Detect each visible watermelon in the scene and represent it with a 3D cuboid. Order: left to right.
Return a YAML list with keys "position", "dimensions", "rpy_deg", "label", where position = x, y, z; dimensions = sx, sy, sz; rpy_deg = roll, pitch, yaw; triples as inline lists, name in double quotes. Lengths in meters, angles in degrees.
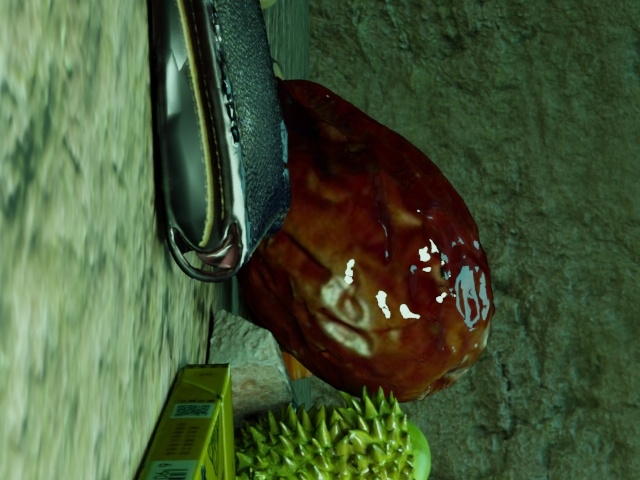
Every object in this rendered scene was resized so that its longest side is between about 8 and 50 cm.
- position: [-0.054, 0.134, 1.145]
  dimensions: [0.241, 0.094, 0.154]
  rpy_deg: [80, 3, -60]
  label: "watermelon"

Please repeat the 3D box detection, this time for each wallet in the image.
- position: [-0.073, -0.114, 0.898]
  dimensions: [0.221, 0.071, 0.262]
  rpy_deg: [-47, 133, -81]
  label: "wallet"

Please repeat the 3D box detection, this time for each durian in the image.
- position: [-0.001, 0.225, 1.023]
  dimensions: [0.237, 0.176, 0.200]
  rpy_deg: [85, -1, -54]
  label: "durian"

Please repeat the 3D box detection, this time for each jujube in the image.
- position: [0.024, -0.005, 1.098]
  dimensions: [0.290, 0.197, 0.197]
  rpy_deg: [54, -12, 22]
  label: "jujube"

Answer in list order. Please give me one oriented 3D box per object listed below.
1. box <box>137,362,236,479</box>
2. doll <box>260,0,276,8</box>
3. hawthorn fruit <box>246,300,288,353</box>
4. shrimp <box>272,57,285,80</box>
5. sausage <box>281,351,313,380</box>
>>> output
- position: [-0.079, 0.187, 0.787]
  dimensions: [0.279, 0.041, 0.153]
  rpy_deg: [-82, 170, -77]
  label: "box"
- position: [-0.065, -0.219, 1.323]
  dimensions: [0.061, 0.051, 0.093]
  rpy_deg: [-109, -161, -74]
  label: "doll"
- position: [-0.010, 0.035, 1.426]
  dimensions: [0.235, 0.181, 0.181]
  rpy_deg: [52, 33, -58]
  label: "hawthorn fruit"
- position: [-0.059, -0.100, 1.647]
  dimensions: [0.143, 0.052, 0.251]
  rpy_deg: [-71, 155, -53]
  label: "shrimp"
- position: [-0.033, 0.008, 1.580]
  dimensions: [0.093, 0.093, 0.312]
  rpy_deg: [-88, 176, -66]
  label: "sausage"
